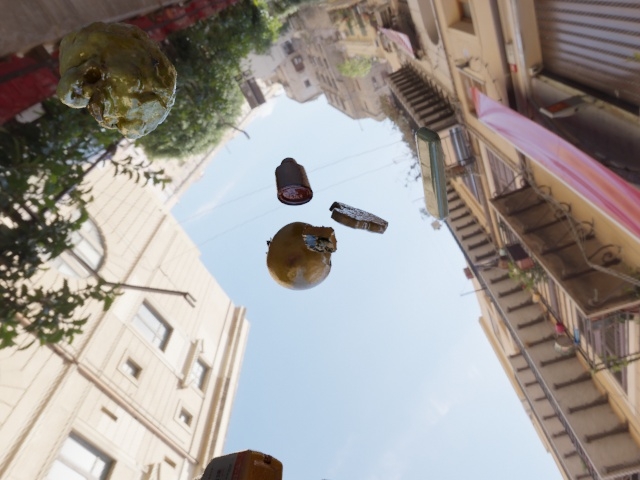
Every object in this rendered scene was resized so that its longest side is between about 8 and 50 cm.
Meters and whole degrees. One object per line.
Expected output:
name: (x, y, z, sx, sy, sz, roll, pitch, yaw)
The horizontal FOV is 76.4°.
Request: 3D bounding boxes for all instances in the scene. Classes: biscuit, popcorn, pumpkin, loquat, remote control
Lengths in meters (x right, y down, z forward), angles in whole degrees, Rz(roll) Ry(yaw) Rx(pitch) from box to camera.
biscuit: (0.104, -0.064, 1.197, 0.184, 0.047, 0.320, 23, -169, 11)
popcorn: (-0.412, -0.338, 0.838, 0.193, 0.233, 0.265, -22, -150, 33)
pumpkin: (0.000, 0.000, 1.020, 0.084, 0.074, 0.053, 5, -125, 20)
loquat: (-0.064, 0.046, 1.208, 0.208, 0.208, 0.208, -20, -148, 13)
remote control: (0.323, -0.183, 1.175, 0.038, 0.309, 0.090, -30, -140, -10)

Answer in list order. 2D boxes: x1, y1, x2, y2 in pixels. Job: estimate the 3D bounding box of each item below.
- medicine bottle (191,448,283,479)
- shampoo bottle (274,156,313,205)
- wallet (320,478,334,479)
medicine bottle: (-0.194, 0.547, 0.869, 0.222, 0.112, 0.149, -31, -145, 33)
shampoo bottle: (-0.086, -0.184, 1.216, 0.102, 0.064, 0.260, -4, -151, -7)
wallet: (0.143, 0.472, 0.606, 0.054, 0.252, 0.290, -66, -165, -6)
